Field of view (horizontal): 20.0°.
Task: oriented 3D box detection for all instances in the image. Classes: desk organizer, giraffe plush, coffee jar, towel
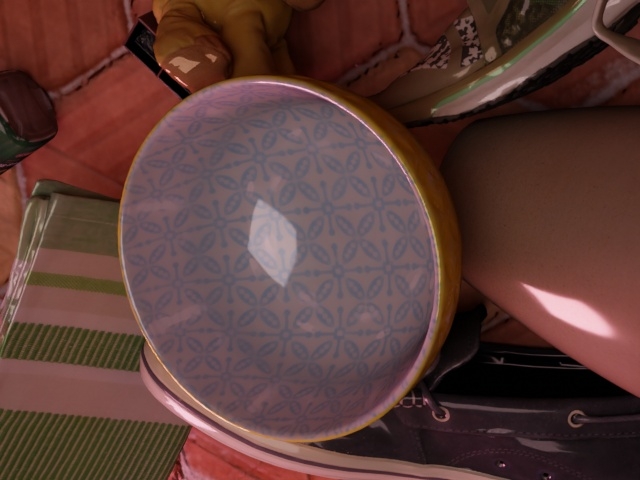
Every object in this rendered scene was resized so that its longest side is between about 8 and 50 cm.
[{"bbox_3d":[-0.119,-0.144,1.601,0.130,0.050,0.047,44,114,0],"label":"desk organizer"},{"bbox_3d":[-0.048,-0.209,1.518,0.170,0.181,0.210,-44,56,14],"label":"giraffe plush"},{"bbox_3d":[-0.336,-0.079,1.664,0.184,0.096,0.079,-31,91,24],"label":"coffee jar"},{"bbox_3d":[-0.201,0.114,1.607,0.038,0.248,0.325,35,108,47],"label":"towel"}]

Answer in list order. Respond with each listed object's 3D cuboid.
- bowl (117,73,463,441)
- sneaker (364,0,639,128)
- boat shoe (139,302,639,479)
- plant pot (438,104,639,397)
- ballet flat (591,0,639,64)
[{"bbox_3d":[0.000,0.000,1.436,0.289,0.156,0.289,8,107,29],"label":"bowl"},{"bbox_3d":[0.184,-0.238,1.442,0.410,0.158,0.182,-35,85,17],"label":"sneaker"},{"bbox_3d":[0.094,0.125,1.557,0.500,0.187,0.156,12,109,6],"label":"boat shoe"},{"bbox_3d":[0.234,-0.004,1.451,0.274,0.256,0.256,17,113,30],"label":"plant pot"},{"bbox_3d":[0.224,-0.208,1.307,0.342,0.116,0.124,44,125,4],"label":"ballet flat"}]
